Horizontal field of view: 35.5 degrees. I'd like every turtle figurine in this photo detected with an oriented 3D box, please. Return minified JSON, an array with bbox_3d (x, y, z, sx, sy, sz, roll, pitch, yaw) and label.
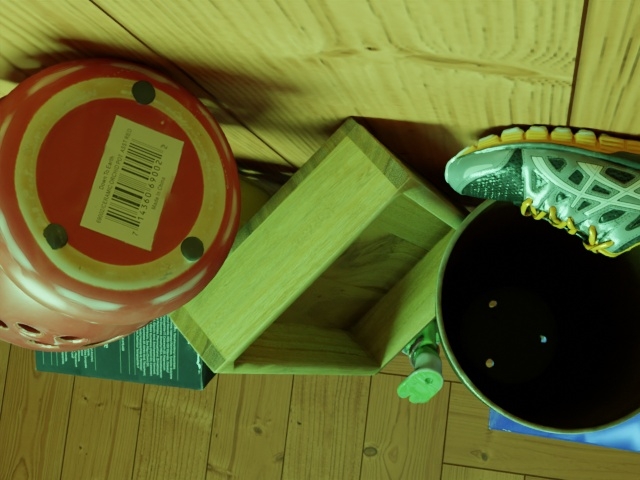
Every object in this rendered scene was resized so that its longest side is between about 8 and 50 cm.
[{"bbox_3d":[0.107,0.131,1.553,0.275,0.197,0.266,-3,-151,12],"label":"turtle figurine"}]

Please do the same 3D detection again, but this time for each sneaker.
[{"bbox_3d":[0.192,-0.030,0.700,0.215,0.083,0.084,7,176,16],"label":"sneaker"}]

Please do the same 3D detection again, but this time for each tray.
[{"bbox_3d":[0.040,0.029,0.913,0.076,0.203,0.411,48,-171,18],"label":"tray"}]

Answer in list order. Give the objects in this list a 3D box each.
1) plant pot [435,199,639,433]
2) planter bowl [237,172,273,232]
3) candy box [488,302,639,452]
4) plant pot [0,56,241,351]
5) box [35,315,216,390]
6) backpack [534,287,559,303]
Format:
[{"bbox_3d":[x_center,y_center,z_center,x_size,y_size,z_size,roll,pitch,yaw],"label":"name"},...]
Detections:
[{"bbox_3d":[0.200,0.074,0.941,0.215,0.215,0.230,7,168,0],"label":"plant pot"},{"bbox_3d":[-0.102,-0.017,1.008,0.217,0.090,0.217,25,167,6],"label":"planter bowl"},{"bbox_3d":[0.417,0.163,1.448,0.317,0.268,0.122,2,176,39],"label":"candy box"},{"bbox_3d":[-0.160,-0.024,0.674,0.191,0.191,0.174,9,167,-24],"label":"plant pot"},{"bbox_3d":[-0.311,0.122,1.855,0.312,0.179,0.343,4,-166,12],"label":"box"},{"bbox_3d":[0.312,0.042,1.108,0.158,0.117,0.173,2,166,37],"label":"backpack"}]
